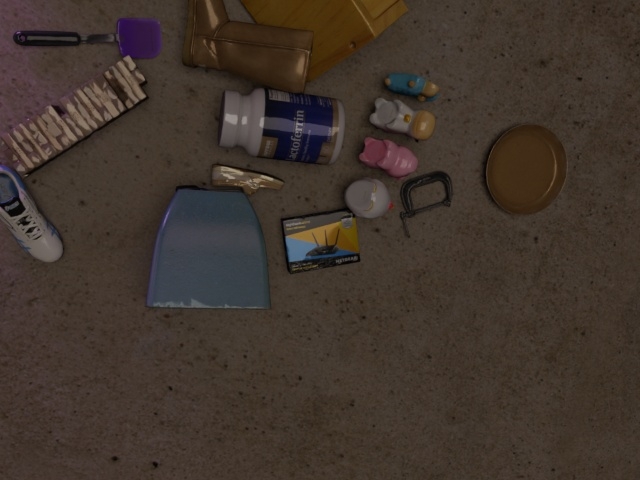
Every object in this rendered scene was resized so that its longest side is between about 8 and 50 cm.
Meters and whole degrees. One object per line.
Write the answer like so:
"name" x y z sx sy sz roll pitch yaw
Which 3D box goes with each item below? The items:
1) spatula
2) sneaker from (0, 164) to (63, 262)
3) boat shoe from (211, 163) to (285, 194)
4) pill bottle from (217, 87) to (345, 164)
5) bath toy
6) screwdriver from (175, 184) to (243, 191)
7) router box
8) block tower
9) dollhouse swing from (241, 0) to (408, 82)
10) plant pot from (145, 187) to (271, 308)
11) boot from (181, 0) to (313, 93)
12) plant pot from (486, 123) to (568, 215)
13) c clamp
"spatula" -0.487 -0.427 1.270 0.296 0.030 0.084 -5 103 -13
"sneaker" -0.634 -0.050 1.273 0.085 0.086 0.237 -32 107 -8
"boat shoe" -0.169 -0.134 1.388 0.170 0.063 0.059 11 100 -6
"pill bottle" -0.089 -0.255 1.336 0.264 0.153 0.153 4 99 -14
"bath toy" 0.174 -0.211 1.430 0.151 0.129 0.348 23 93 28
"screwdriver" -0.249 -0.113 1.393 0.169 0.024 0.025 2 129 -21
"router box" 0.000 0.000 1.458 0.178 0.046 0.133 -10 102 -12
"block tower" -0.514 -0.257 1.261 0.335 0.097 0.091 -35 105 -5
"dollhouse swing" 0.030 -0.615 1.323 0.347 0.315 0.305 51 50 -17
"plant pot" -0.243 0.024 1.309 0.247 0.248 0.252 3 83 -14
"boot" -0.145 -0.456 1.286 0.269 0.089 0.236 11 105 2
"plant pot" 0.532 -0.184 1.565 0.236 0.032 0.236 -3 101 -13
"c clamp" 0.268 -0.099 1.523 0.160 0.022 0.137 -23 99 -8
